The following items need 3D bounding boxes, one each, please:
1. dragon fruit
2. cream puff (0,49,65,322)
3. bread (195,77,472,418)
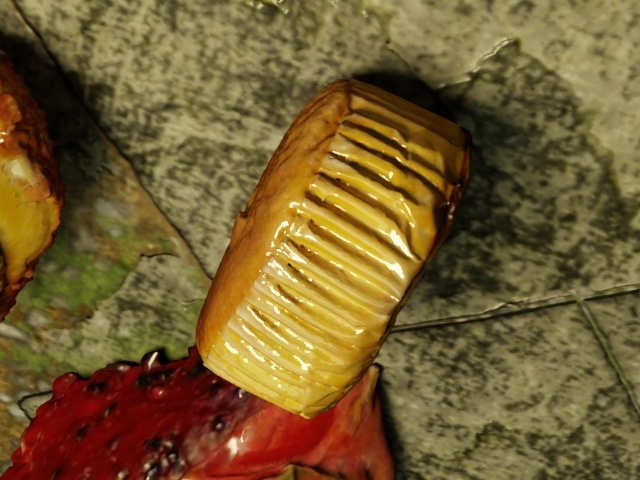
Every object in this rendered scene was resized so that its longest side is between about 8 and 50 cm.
[{"bbox_3d":[-0.058,0.260,1.119,0.286,0.228,0.329,-14,124,28],"label":"dragon fruit"},{"bbox_3d":[-0.264,-0.047,0.931,0.240,0.164,0.240,22,140,19],"label":"cream puff"},{"bbox_3d":[0.000,0.000,0.869,0.104,0.199,0.199,27,137,-6],"label":"bread"}]
